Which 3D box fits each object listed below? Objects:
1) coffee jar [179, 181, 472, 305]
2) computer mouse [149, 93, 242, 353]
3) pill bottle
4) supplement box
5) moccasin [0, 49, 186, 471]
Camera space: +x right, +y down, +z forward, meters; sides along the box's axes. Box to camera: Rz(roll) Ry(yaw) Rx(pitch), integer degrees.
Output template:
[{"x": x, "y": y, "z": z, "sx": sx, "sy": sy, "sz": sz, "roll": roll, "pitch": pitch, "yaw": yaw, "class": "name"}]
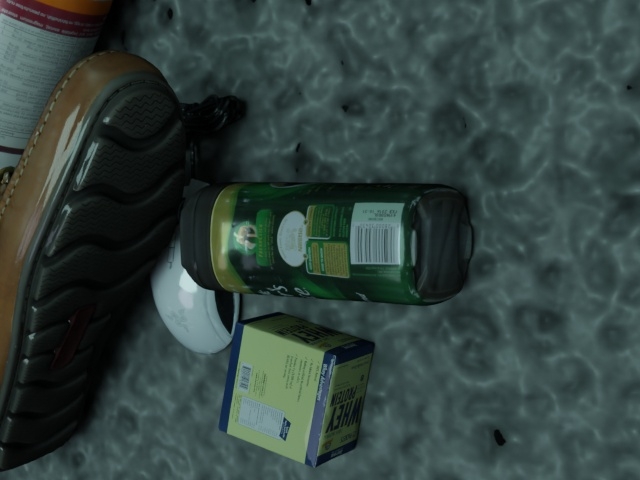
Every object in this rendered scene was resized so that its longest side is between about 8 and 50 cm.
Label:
[{"x": 0.000, "y": 0.000, "z": 0.788, "sx": 0.184, "sy": 0.096, "sz": 0.079, "roll": 3, "pitch": 94, "yaw": 31, "class": "coffee jar"}, {"x": -0.099, "y": -0.008, "z": 0.878, "sx": 0.106, "sy": 0.042, "sz": 0.193, "roll": -4, "pitch": 93, "yaw": 30, "class": "computer mouse"}, {"x": -0.250, "y": -0.127, "z": 0.910, "sx": 0.121, "sy": 0.121, "sz": 0.221, "roll": 36, "pitch": 112, "yaw": 23, "class": "pill bottle"}, {"x": -0.017, "y": 0.103, "z": 0.831, "sx": 0.083, "sy": 0.056, "sz": 0.083, "roll": 16, "pitch": 103, "yaw": 29, "class": "supplement box"}, {"x": -0.205, "y": 0.010, "z": 0.874, "sx": 0.147, "sy": 0.139, "sz": 0.380, "roll": 49, "pitch": 138, "yaw": 23, "class": "moccasin"}]
